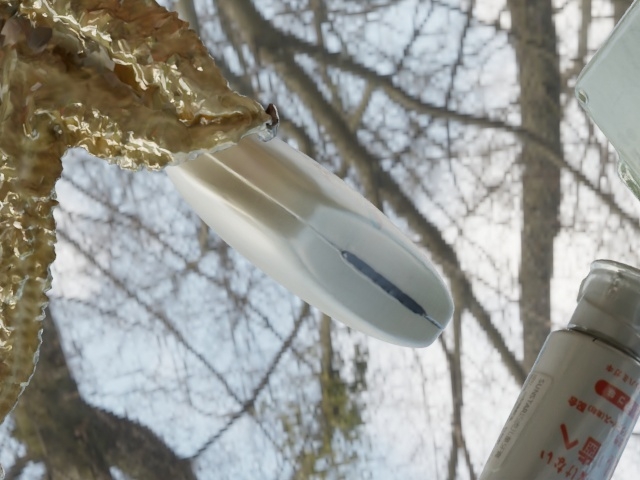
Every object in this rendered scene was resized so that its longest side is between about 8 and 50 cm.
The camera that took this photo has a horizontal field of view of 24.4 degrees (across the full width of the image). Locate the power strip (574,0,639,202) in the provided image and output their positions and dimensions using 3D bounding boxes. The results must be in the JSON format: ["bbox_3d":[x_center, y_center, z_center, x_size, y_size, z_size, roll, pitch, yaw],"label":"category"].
[{"bbox_3d":[0.173,-0.068,0.552,0.046,0.270,0.118,-33,-99,-14],"label":"power strip"}]

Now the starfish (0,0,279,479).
[{"bbox_3d":[-0.110,-0.088,0.461,0.231,0.295,0.048,24,-167,28],"label":"starfish"}]

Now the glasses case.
[{"bbox_3d":[0.000,0.000,0.642,0.081,0.204,0.051,36,-91,28],"label":"glasses case"}]

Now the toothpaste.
[{"bbox_3d":[0.108,0.123,0.735,0.057,0.089,0.234,13,-108,53],"label":"toothpaste"}]
